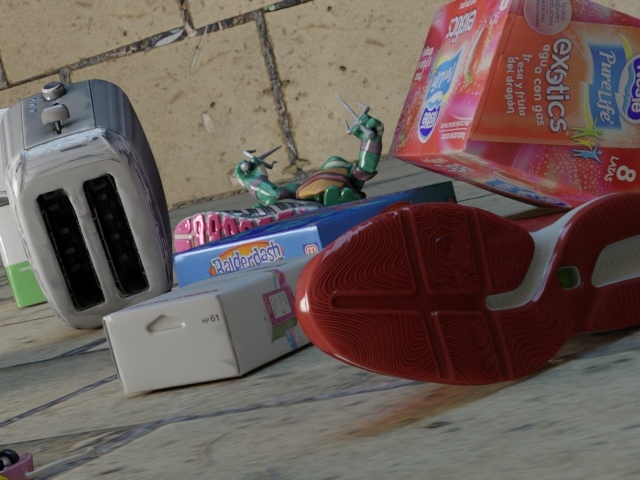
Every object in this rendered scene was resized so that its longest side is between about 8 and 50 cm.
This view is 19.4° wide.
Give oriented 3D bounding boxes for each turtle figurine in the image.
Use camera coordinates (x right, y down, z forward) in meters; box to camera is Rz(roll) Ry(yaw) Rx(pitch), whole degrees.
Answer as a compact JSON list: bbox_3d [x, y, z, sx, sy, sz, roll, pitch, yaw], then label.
[{"bbox_3d":[0.001,-0.062,1.972,0.175,0.118,0.234,-28,16,17],"label":"turtle figurine"}]

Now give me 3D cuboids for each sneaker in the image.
[{"bbox_3d":[0.058,0.033,0.885,0.221,0.087,0.128,-3,-12,-36],"label":"sneaker"},{"bbox_3d":[-0.056,-0.006,1.804,0.170,0.063,0.075,-7,7,22],"label":"sneaker"}]

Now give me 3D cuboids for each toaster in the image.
[{"bbox_3d":[-0.198,-0.020,1.623,0.129,0.227,0.146,-16,21,-2],"label":"toaster"}]

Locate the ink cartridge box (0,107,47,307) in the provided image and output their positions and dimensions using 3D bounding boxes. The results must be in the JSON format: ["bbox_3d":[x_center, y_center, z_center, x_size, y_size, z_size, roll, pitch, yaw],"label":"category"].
[{"bbox_3d":[-0.333,-0.042,2.129,0.092,0.219,0.160,-15,5,-10],"label":"ink cartridge box"}]

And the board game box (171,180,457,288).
[{"bbox_3d":[0.000,0.000,1.609,0.160,0.047,0.210,-12,4,36],"label":"board game box"}]

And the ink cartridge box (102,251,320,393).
[{"bbox_3d":[-0.057,0.049,1.123,0.088,0.052,0.122,-12,3,32],"label":"ink cartridge box"}]

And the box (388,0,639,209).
[{"bbox_3d":[0.170,-0.111,1.514,0.154,0.142,0.300,18,-1,-10],"label":"box"}]

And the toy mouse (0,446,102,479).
[{"bbox_3d":[-0.171,0.116,0.762,0.161,0.031,0.143,-18,6,-40],"label":"toy mouse"}]
